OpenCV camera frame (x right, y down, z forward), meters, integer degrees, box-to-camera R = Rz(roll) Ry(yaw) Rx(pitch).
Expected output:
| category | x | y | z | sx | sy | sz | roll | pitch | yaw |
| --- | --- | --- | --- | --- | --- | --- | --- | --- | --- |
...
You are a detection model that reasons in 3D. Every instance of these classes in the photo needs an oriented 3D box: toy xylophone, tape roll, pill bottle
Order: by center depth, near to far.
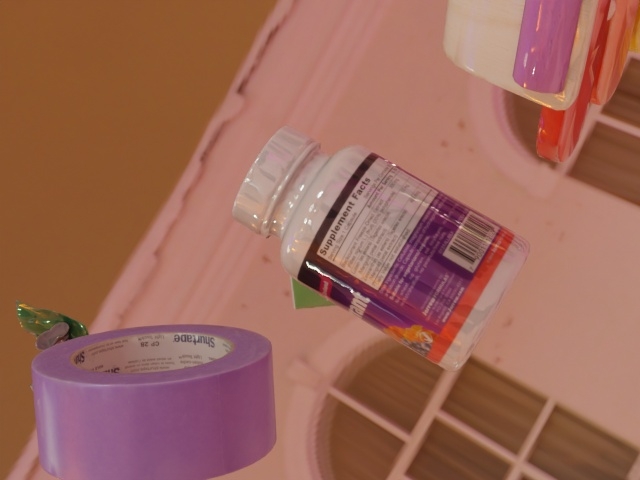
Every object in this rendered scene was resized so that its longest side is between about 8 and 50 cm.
| category | x | y | z | sx | sy | sz | roll | pitch | yaw |
| --- | --- | --- | --- | --- | --- | --- | --- | --- | --- |
| toy xylophone | 0.151 | -0.196 | 0.546 | 0.322 | 0.081 | 0.236 | -45 | -34 | -41 |
| pill bottle | 0.039 | 0.000 | 0.802 | 0.108 | 0.193 | 0.108 | -57 | -8 | -13 |
| tape roll | -0.130 | 0.126 | 0.903 | 0.189 | 0.189 | 0.080 | -11 | -77 | -49 |

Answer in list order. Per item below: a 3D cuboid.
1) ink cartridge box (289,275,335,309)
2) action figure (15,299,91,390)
| category | x | y | z | sx | sy | sz | roll | pitch | yaw |
| --- | --- | --- | --- | --- | --- | --- | --- | --- | --- |
| ink cartridge box | 0.000 | 0.000 | 1.068 | 0.209 | 0.062 | 0.109 | -83 | -13 | -79 |
| action figure | -0.250 | 0.149 | 1.173 | 0.063 | 0.137 | 0.232 | -58 | -7 | -28 |
